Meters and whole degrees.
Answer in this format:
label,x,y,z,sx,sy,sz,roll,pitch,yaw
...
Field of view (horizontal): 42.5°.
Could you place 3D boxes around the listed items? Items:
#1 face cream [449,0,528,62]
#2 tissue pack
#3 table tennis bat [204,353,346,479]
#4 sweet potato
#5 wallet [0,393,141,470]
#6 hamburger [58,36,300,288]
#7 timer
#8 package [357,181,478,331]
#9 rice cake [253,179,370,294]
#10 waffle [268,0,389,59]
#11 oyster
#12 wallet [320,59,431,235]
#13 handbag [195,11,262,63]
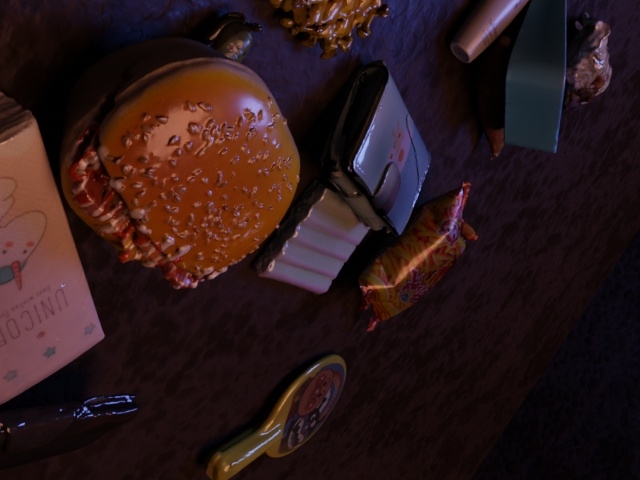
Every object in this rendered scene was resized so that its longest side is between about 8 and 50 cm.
label,x,y,z,sx,sy,sz,roll,pitch,yaw
face cream,0.271,-0.355,1.272,0.182,0.051,0.072,-50,141,-8
tissue pack,-0.326,0.028,0.810,0.170,0.071,0.325,-36,147,-29
table tennis bat,-0.069,0.334,1.517,0.369,0.054,0.224,-24,139,-46
sweet potato,0.295,-0.245,1.415,0.314,0.072,0.066,79,12,-56
wallet,-0.363,0.235,0.948,0.165,0.042,0.310,-32,161,31
hamburger,-0.136,-0.072,0.852,0.227,0.151,0.295,-32,145,1
timer,0.378,-0.302,1.366,0.232,0.091,0.249,67,40,-60
package,0.166,0.033,1.486,0.288,0.108,0.223,-40,154,-7
rice cake,0.000,0.000,1.277,0.189,0.037,0.198,-54,151,0
waffle,0.035,-0.333,0.969,0.228,0.051,0.231,-56,151,-2
oyster,0.498,-0.319,1.562,0.271,0.100,0.275,-55,162,-50
wallet,0.089,-0.124,1.209,0.176,0.075,0.250,-67,153,-15
handbag,-0.112,-0.202,0.895,0.111,0.047,0.072,-49,149,-1
